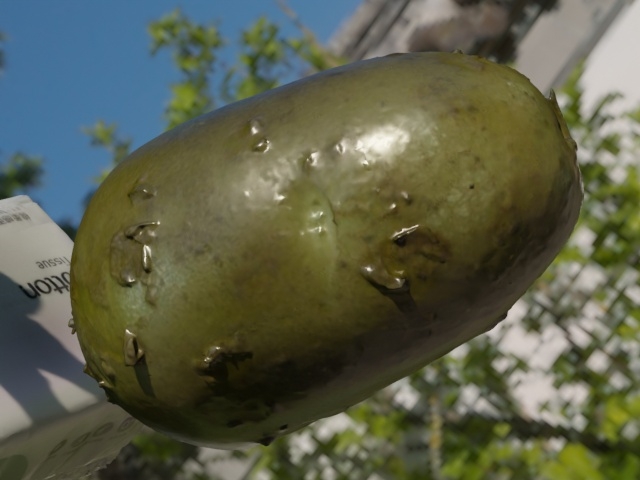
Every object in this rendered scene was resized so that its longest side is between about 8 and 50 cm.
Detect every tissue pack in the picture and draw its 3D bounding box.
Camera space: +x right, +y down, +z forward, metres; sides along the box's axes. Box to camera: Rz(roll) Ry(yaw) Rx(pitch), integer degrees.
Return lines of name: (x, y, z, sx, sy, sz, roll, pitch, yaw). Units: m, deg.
tissue pack: (-0.344, 0.117, 1.677, 0.356, 0.266, 0.194, -18, -29, -55)

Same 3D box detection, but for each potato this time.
potato: (-0.006, 0.001, 1.208, 0.359, 0.219, 0.270, -28, -6, 38)
